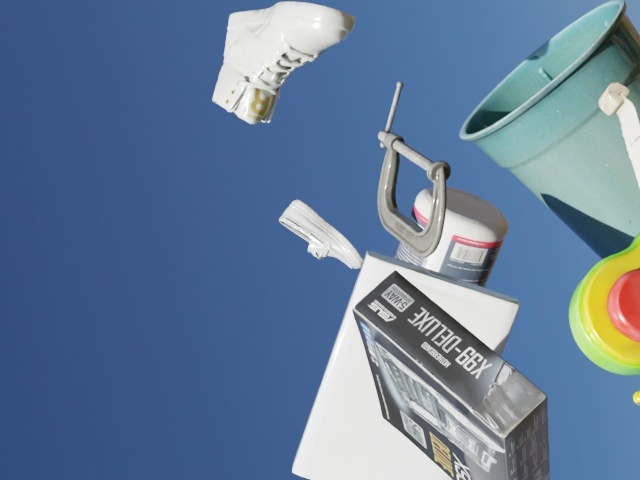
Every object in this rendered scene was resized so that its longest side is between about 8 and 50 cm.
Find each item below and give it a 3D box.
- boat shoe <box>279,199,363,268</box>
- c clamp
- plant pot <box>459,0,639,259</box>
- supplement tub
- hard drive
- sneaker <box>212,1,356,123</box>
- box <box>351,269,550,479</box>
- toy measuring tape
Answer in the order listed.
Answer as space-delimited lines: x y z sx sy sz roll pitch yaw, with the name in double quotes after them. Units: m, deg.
0.000 0.000 2.360 0.184 0.063 0.066 42 170 12 "boat shoe"
0.085 -0.062 1.218 0.161 0.022 0.137 -129 48 -57 "c clamp"
0.466 -0.161 2.097 0.334 0.341 0.341 48 -149 -8 "plant pot"
0.240 0.048 2.506 0.191 0.191 0.272 -36 -32 -64 "supplement tub"
0.122 0.214 1.869 0.047 0.233 0.353 -83 11 -76 "hard drive"
-0.057 -0.245 1.820 0.108 0.292 0.169 16 -96 -30 "sneaker"
0.166 0.202 1.549 0.076 0.242 0.307 -41 -30 -15 "box"
0.283 0.011 1.229 0.121 0.121 0.330 18 -123 -63 "toy measuring tape"
